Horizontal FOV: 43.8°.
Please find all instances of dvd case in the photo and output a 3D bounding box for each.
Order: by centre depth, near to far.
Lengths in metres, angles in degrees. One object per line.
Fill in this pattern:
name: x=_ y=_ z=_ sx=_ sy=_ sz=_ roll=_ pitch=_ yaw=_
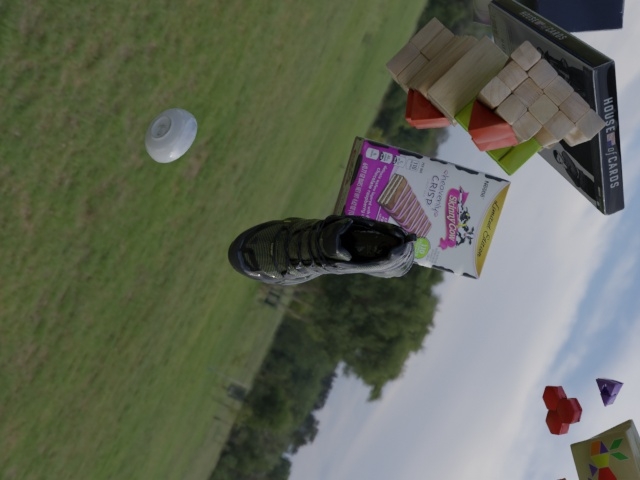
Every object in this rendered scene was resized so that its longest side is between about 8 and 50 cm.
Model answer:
dvd case: x=0.263 y=-0.159 z=0.900 sx=0.239 sy=0.029 sz=0.179 roll=-114 pitch=-177 yaw=-55

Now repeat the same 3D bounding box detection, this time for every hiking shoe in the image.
hiking shoe: x=0.000 y=0.000 z=0.938 sx=0.114 sy=0.226 sz=0.086 roll=82 pitch=4 yaw=-73

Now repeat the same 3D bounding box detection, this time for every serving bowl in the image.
serving bowl: x=-0.213 y=-0.150 z=1.107 sx=0.027 sy=0.083 sz=0.083 roll=40 pitch=72 yaw=-53

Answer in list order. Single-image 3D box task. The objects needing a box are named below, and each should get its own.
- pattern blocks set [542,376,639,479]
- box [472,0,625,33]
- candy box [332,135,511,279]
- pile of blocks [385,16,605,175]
pattern blocks set: x=0.440 y=0.367 z=1.177 sx=0.285 sy=0.026 sz=0.325 roll=146 pitch=-61 yaw=-64
box: x=0.407 y=-0.536 z=1.447 sx=0.296 sy=0.182 sz=0.294 roll=-120 pitch=-156 yaw=-68
candy box: x=0.145 y=-0.048 z=1.188 sx=0.071 sy=0.233 sz=0.159 roll=-123 pitch=-132 yaw=-75
pile of blocks: x=0.166 y=-0.142 z=0.874 sx=0.112 sy=0.149 sz=0.362 roll=-43 pitch=-157 yaw=6
